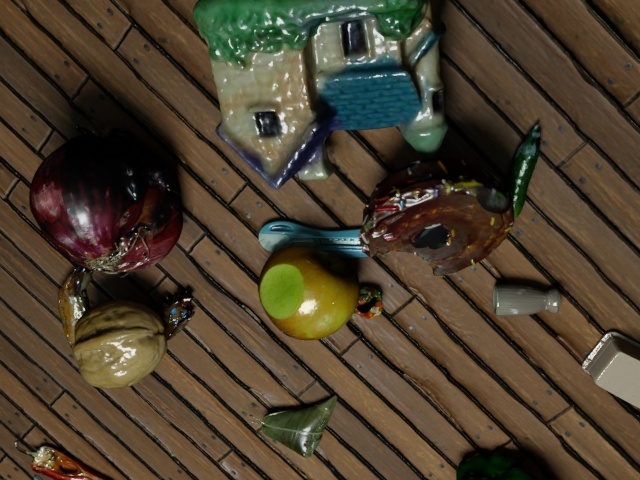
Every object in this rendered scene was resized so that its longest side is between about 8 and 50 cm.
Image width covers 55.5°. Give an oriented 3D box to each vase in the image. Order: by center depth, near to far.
[{"bbox_3d":[0.337,0.098,0.998,0.100,0.053,0.053,1,107,8],"label":"vase"}]

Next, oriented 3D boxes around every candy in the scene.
[{"bbox_3d":[0.035,0.139,1.086,0.184,0.049,0.056,-33,67,27],"label":"candy"}]

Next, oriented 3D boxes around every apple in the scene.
[{"bbox_3d":[-0.015,0.081,1.015,0.147,0.146,0.163,-40,63,30],"label":"apple"}]

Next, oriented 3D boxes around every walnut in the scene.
[{"bbox_3d":[-0.353,0.180,1.064,0.166,0.149,0.167,-1,79,7],"label":"walnut"}]

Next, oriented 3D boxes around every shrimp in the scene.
[{"bbox_3d":[-0.379,0.129,1.158,0.290,0.054,0.222,-27,98,18],"label":"shrimp"}]

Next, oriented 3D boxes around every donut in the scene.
[{"bbox_3d":[0.172,-0.041,0.918,0.230,0.096,0.216,9,140,-18],"label":"donut"}]

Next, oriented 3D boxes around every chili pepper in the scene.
[{"bbox_3d":[0.328,0.513,1.072,0.173,0.165,0.261,-21,99,-1],"label":"chili pepper"},{"bbox_3d":[-0.543,0.496,1.313,0.267,0.059,0.050,23,149,1],"label":"chili pepper"}]

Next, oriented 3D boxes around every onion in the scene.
[{"bbox_3d":[-0.348,-0.060,0.979,0.221,0.281,0.281,-12,104,11],"label":"onion"}]

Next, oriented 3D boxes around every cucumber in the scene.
[{"bbox_3d":[0.313,-0.107,0.948,0.037,0.037,0.155,13,109,8],"label":"cucumber"}]

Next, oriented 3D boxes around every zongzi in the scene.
[{"bbox_3d":[-0.056,0.324,1.165,0.154,0.062,0.131,23,90,20],"label":"zongzi"}]

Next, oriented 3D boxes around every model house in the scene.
[{"bbox_3d":[0.019,-0.218,0.866,0.312,0.245,0.280,0,113,17],"label":"model house"}]

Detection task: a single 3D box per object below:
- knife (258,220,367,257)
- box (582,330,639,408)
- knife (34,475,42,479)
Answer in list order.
[{"bbox_3d":[0.000,0.000,1.049,0.221,0.031,0.064,2,104,11],"label":"knife"},{"bbox_3d":[0.506,0.217,0.994,0.122,0.062,0.089,29,111,3],"label":"box"},{"bbox_3d":[-0.565,0.604,1.366,0.210,0.015,0.028,41,117,-2],"label":"knife"}]
